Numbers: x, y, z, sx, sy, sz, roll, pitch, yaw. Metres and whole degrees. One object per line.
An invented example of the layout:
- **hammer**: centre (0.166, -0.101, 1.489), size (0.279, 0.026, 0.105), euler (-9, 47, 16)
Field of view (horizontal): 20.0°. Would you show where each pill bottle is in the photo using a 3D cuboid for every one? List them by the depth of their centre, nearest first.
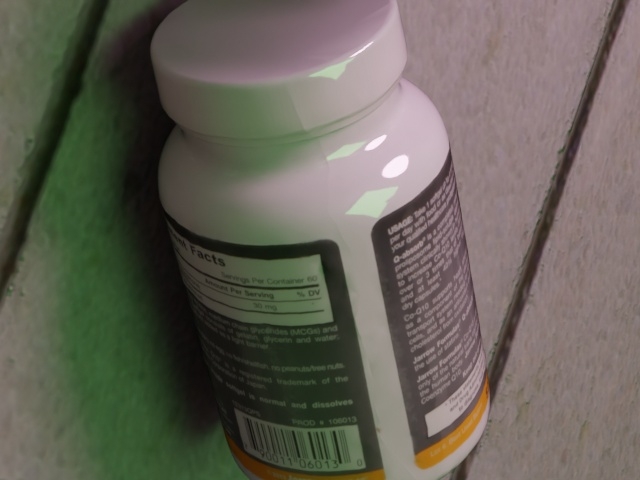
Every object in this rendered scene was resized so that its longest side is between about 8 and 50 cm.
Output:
- **pill bottle**: centre (0.000, 0.000, 1.009), size (0.162, 0.162, 0.278), euler (-39, 132, -36)
